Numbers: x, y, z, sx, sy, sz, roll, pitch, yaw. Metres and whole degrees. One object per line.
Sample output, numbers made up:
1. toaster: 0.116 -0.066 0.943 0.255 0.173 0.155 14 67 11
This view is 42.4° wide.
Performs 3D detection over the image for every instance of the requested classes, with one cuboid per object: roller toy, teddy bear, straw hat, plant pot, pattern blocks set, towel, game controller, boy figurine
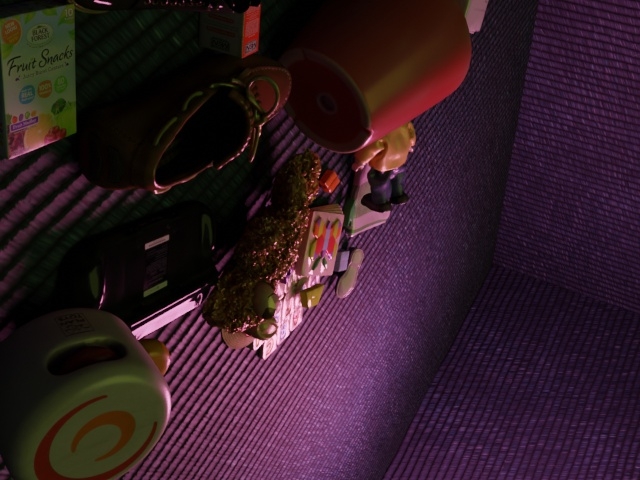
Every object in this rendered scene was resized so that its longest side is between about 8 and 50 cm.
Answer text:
1. roller toy: -0.283 0.179 0.954 0.209 0.146 0.191 -44 142 -3
2. teddy bear: -0.075 0.006 1.381 0.338 0.113 0.245 -63 180 -35
3. straw hat: -0.111 0.152 1.507 0.144 0.061 0.144 -36 140 -38
4. plant pot: 0.074 -0.288 1.356 0.243 0.275 0.275 -46 150 -31
5. pattern blocks set: 0.000 0.000 1.691 0.325 0.026 0.285 -30 129 -61
6. towel: 0.141 -0.178 1.920 0.248 0.038 0.324 -22 129 -63
7. game controller: -0.241 0.050 1.143 0.319 0.067 0.166 -31 122 -61
8. boy figurine: 0.132 -0.201 1.753 0.177 0.092 0.285 -28 128 -33

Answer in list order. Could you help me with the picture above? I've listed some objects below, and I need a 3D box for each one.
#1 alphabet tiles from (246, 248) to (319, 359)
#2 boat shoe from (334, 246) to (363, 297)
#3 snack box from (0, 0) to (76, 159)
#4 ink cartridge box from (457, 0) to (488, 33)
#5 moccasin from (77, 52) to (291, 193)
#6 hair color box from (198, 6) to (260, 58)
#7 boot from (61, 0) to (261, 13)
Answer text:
1. alphabet tiles: -0.067 0.097 1.669 0.284 0.021 0.277 -44 148 -51
2. boat shoe: 0.061 0.074 1.950 0.046 0.038 0.125 18 91 -35
3. snack box: -0.291 -0.162 0.823 0.100 0.037 0.141 -41 145 -54
4. ink cartridge box: 0.208 -0.547 1.473 0.131 0.226 0.306 -22 129 -63
5. moccasin: -0.137 -0.157 1.064 0.380 0.147 0.139 -34 140 -58
6. hair color box: -0.117 -0.318 1.075 0.043 0.072 0.141 -43 148 -51
7. boot: -0.167 -0.276 0.891 0.198 0.137 0.076 -39 144 -53
